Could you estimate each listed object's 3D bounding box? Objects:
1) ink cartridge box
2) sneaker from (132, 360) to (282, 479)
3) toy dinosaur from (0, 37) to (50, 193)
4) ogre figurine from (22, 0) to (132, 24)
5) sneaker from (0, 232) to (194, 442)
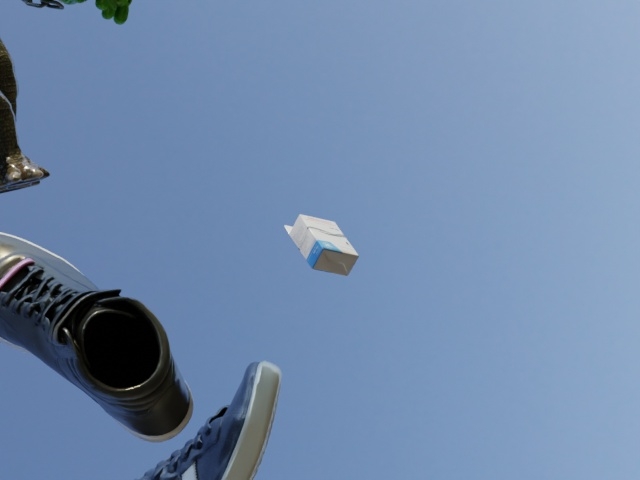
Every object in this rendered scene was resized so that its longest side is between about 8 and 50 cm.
[{"bbox_3d":[0.000,0.000,1.425,0.048,0.083,0.028,13,-63,-34],"label":"ink cartridge box"},{"bbox_3d":[-0.161,0.263,1.347,0.350,0.148,0.131,-64,-4,-2],"label":"sneaker"},{"bbox_3d":[-0.217,-0.099,0.750,0.313,0.121,0.160,-47,-56,-83],"label":"toy dinosaur"},{"bbox_3d":[-0.154,-0.207,0.904,0.197,0.118,0.097,-56,-35,-31],"label":"ogre figurine"},{"bbox_3d":[-0.238,0.062,1.245,0.104,0.295,0.147,-49,-12,-21],"label":"sneaker"}]
